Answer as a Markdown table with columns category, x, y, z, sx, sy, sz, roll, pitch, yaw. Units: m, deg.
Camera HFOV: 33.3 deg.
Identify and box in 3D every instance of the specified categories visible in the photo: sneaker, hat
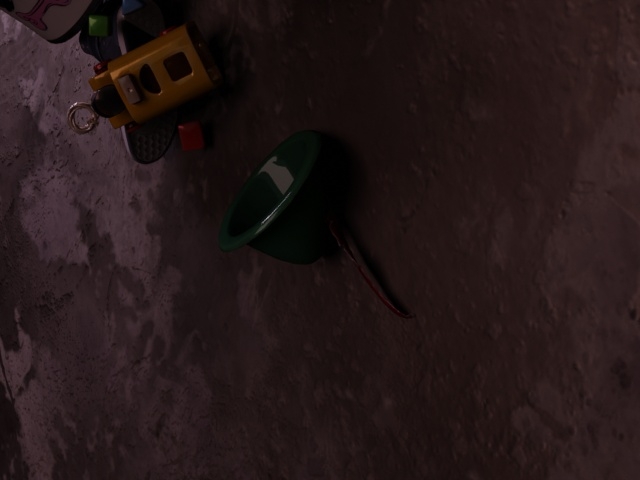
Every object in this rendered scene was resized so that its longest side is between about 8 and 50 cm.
| category | x | y | z | sx | sy | sz | roll | pitch | yaw |
| --- | --- | --- | --- | --- | --- | --- | --- | --- | --- |
| sneaker | -0.271 | -0.228 | 1.502 | 0.163 | 0.086 | 0.226 | 20 | 115 | 54 |
| hat | 0.000 | 0.000 | 1.258 | 0.173 | 0.183 | 0.208 | -35 | 26 | 37 |

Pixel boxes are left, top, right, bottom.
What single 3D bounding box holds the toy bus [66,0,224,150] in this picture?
| category | x | y | z | sx | sy | sz | roll | pitch | yaw |
| --- | --- | --- | --- | --- | --- | --- | --- | --- | --- |
| toy bus | -0.227 | -0.200 | 1.364 | 0.104 | 0.191 | 0.202 | -76 | 5 | -75 |

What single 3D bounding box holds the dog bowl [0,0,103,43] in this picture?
| category | x | y | z | sx | sy | sz | roll | pitch | yaw |
| --- | --- | --- | --- | --- | --- | --- | --- | --- | --- |
| dog bowl | -0.374 | -0.487 | 1.461 | 0.408 | 0.150 | 0.408 | -27 | 56 | 48 |
